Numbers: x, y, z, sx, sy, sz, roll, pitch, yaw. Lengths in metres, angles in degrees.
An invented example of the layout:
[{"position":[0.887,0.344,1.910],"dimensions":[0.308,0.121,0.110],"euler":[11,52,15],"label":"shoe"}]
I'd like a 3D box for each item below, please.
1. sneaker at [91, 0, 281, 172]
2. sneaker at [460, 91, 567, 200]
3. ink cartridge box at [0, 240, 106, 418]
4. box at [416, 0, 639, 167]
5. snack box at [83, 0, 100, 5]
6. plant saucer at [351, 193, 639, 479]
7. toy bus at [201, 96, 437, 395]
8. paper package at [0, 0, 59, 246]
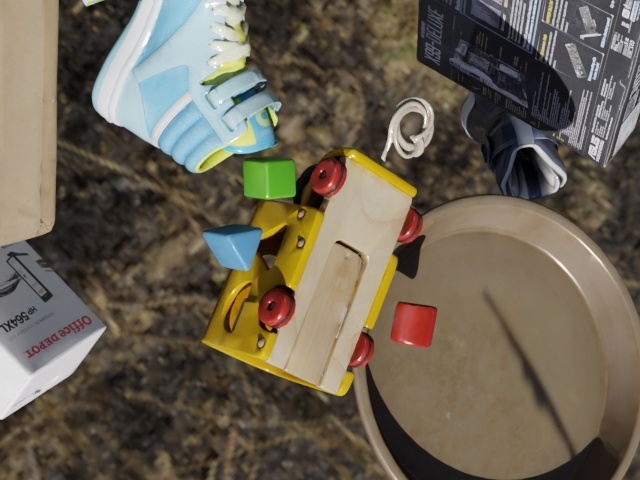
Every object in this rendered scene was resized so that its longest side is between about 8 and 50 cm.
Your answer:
[{"position":[-0.098,-0.215,1.519],"dimensions":[0.127,0.208,0.319],"euler":[-25,150,-58],"label":"sneaker"},{"position":[0.229,-0.108,1.665],"dimensions":[0.086,0.163,0.226],"euler":[-18,161,2],"label":"sneaker"},{"position":[-0.355,0.073,1.516],"dimensions":[0.086,0.203,0.148],"euler":[-48,174,31],"label":"ink cartridge box"},{"position":[0.214,-0.230,1.366],"dimensions":[0.076,0.242,0.307],"euler":[-50,160,-21],"label":"box"},{"position":[-0.172,-0.330,1.294],"dimensions":[0.207,0.174,0.070],"euler":[-31,176,-38],"label":"snack box"},{"position":[0.142,0.101,1.122],"dimensions":[0.278,0.278,0.041],"euler":[-29,-176,-28],"label":"plant saucer"},{"position":[-0.008,0.009,1.021],"dimensions":[0.202,0.104,0.191],"euler":[-27,114,-35],"label":"toy bus"},{"position":[-0.422,-0.161,1.424],"dimensions":[0.168,0.325,0.309],"euler":[-11,109,-45],"label":"paper package"}]
